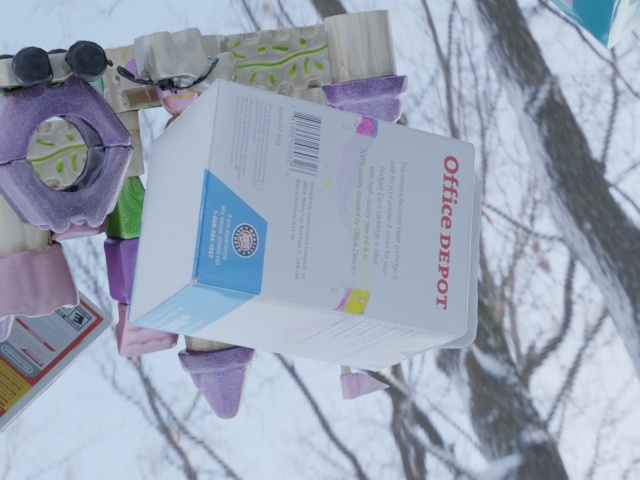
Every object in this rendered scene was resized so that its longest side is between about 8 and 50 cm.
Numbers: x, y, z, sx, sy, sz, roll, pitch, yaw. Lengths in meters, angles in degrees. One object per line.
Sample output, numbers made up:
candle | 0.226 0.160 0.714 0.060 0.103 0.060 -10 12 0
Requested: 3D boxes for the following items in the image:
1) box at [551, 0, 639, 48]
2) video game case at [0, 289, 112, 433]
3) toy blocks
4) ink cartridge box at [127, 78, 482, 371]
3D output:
box | 0.156 -0.189 0.559 0.244 0.060 0.100 -42 -106 -5
video game case | -0.316 0.073 1.245 0.204 0.285 0.025 42 -52 1
toy blocks | -0.090 0.000 1.028 0.288 0.309 0.260 -9 -84 -23
ink cartridge box | 0.000 0.000 0.701 0.143 0.092 0.090 13 -20 -22
